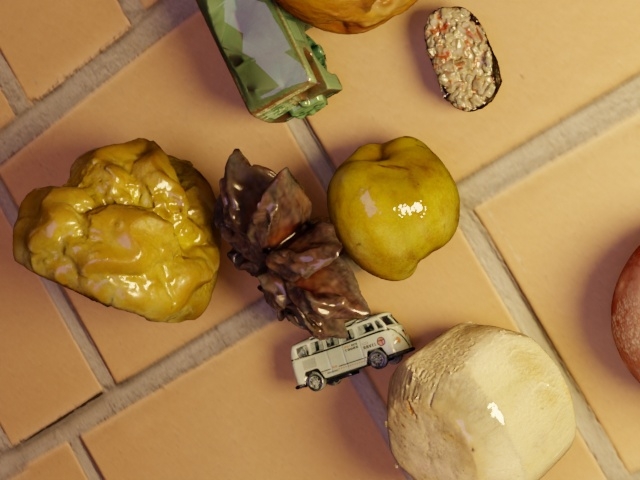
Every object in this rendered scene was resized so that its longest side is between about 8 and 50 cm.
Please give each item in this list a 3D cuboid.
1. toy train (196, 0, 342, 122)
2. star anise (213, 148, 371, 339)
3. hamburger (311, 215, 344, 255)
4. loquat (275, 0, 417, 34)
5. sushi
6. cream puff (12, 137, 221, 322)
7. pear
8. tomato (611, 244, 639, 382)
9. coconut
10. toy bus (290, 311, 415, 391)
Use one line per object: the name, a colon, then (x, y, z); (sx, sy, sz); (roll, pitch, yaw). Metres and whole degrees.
toy train: (-0.094, -0.330, 1.346); (0.129, 0.159, 0.326); (-26, 87, 20)
star anise: (-0.055, 0.018, 1.316); (0.117, 0.332, 0.332); (-39, 81, -21)
hamburger: (0.000, 0.000, 1.419); (0.083, 0.044, 0.076); (-11, 93, 21)
loquat: (0.033, -0.433, 1.231); (0.276, 0.276, 0.284); (-17, 71, 22)
sushi: (0.203, -0.258, 1.284); (0.090, 0.078, 0.150); (-18, 91, 22)
cream puff: (-0.286, -0.030, 1.378); (0.291, 0.324, 0.257); (15, 83, 47)
pear: (0.105, -0.046, 1.296); (0.200, 0.200, 0.200); (3, 99, 20)
tomato: (0.509, 0.096, 1.143); (0.270, 0.227, 0.270); (3, 100, 17)
coconut: (0.227, 0.234, 1.274); (0.245, 0.247, 0.245); (26, 129, 36)
toy bus: (0.047, 0.171, 1.408); (0.194, 0.087, 0.089); (-22, 80, 24)
